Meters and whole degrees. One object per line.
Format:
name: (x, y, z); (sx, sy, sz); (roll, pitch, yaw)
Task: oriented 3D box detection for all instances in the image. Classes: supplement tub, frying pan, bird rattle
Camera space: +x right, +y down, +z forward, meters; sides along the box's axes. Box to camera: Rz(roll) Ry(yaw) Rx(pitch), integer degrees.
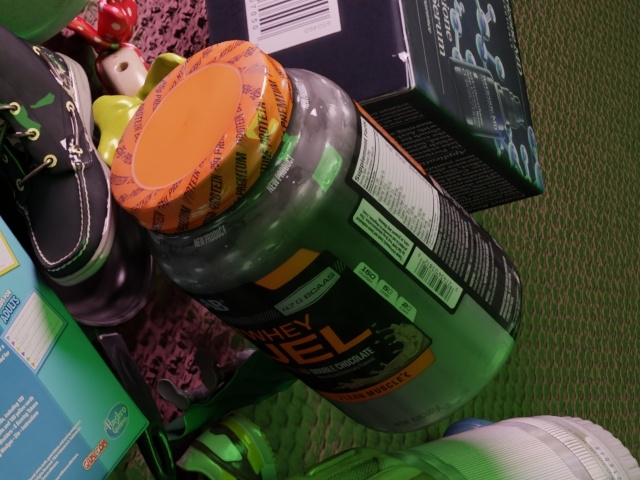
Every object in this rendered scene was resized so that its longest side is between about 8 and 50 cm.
supplement tub: (0.000, 0.000, 1.162); (0.338, 0.207, 0.207); (41, 39, -35)
frying pan: (-0.188, 0.040, 1.224); (0.326, 0.053, 0.197); (60, 31, -10)
bird rattle: (-0.169, -0.119, 1.299); (0.253, 0.143, 0.207); (43, -18, 42)

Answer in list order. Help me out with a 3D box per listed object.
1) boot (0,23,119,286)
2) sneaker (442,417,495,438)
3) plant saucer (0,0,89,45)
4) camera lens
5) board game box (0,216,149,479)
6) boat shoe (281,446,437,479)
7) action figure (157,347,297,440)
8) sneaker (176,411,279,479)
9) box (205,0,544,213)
boot: (-0.249, -0.088, 1.088); (0.178, 0.085, 0.236); (37, 29, -49)
sneaker: (0.209, 0.343, 1.558); (0.131, 0.112, 0.296); (-25, 88, -56)
plant saucer: (-0.258, -0.215, 1.159); (0.195, 0.195, 0.037); (18, 31, -50)
camera lens: (0.167, 0.294, 1.370); (0.274, 0.219, 0.219); (-8, 75, -38)
board game box: (-0.296, 0.082, 1.008); (0.336, 0.079, 0.254); (57, 32, -13)
boat shoe: (-0.054, 0.272, 1.170); (0.341, 0.110, 0.121); (-19, 120, -33)
action figure: (-0.063, 0.123, 1.317); (0.063, 0.137, 0.232); (58, 21, 13)
sneaker: (-0.070, 0.247, 1.260); (0.084, 0.069, 0.185); (-34, 113, -26)
box: (0.063, -0.204, 1.502); (0.395, 0.212, 0.293); (26, 53, -61)
